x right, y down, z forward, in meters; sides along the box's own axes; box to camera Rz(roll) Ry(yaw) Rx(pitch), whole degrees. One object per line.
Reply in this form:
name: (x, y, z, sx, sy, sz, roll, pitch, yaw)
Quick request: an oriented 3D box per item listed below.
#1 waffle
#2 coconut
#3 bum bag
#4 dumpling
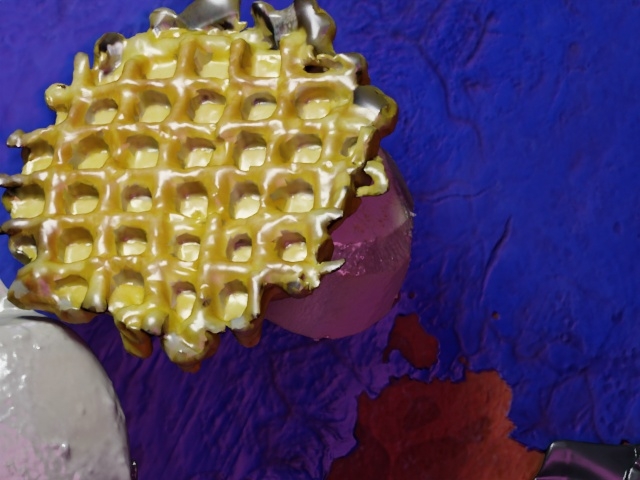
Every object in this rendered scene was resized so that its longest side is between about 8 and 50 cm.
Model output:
waffle: (-0.086, -0.054, 1.323, 0.329, 0.329, 0.062, -42, 147, -13)
coconut: (0.000, 0.000, 1.411, 0.147, 0.153, 0.147, 9, 52, -11)
bum bag: (0.305, 0.236, 1.596, 0.248, 0.060, 0.123, -1, 96, -21)
dumpling: (-0.245, 0.152, 1.286, 0.227, 0.243, 0.175, -21, 128, -32)
